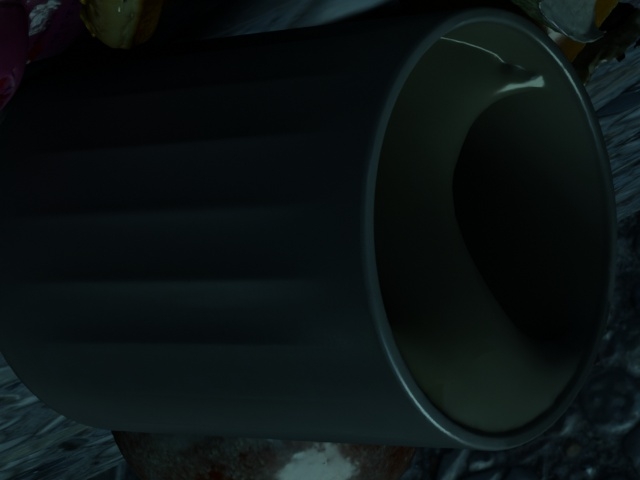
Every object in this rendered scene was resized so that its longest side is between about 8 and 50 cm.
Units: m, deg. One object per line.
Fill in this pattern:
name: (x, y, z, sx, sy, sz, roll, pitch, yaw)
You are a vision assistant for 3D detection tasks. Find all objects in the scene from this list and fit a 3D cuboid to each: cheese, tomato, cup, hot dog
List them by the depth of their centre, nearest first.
hot dog: (-0.086, -0.148, 0.834, 0.071, 0.045, 0.165, -61, 178, -22)
cheese: (-0.182, -0.096, 0.898, 0.244, 0.062, 0.155, -34, 175, -36)
cup: (0.000, 0.000, 1.027, 0.327, 0.237, 0.323, -3, 173, 41)
tomato: (-0.048, 0.123, 1.620, 0.317, 0.316, 0.282, -24, 148, -5)

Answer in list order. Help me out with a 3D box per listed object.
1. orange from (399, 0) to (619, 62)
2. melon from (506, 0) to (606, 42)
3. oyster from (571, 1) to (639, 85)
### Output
orange: (0.113, -0.164, 1.027, 0.154, 0.134, 0.154, -59, 178, -4)
melon: (0.087, -0.196, 0.913, 0.093, 0.202, 0.139, -41, -149, -18)
oyster: (0.119, -0.125, 1.349, 0.294, 0.094, 0.166, -29, -167, 25)
